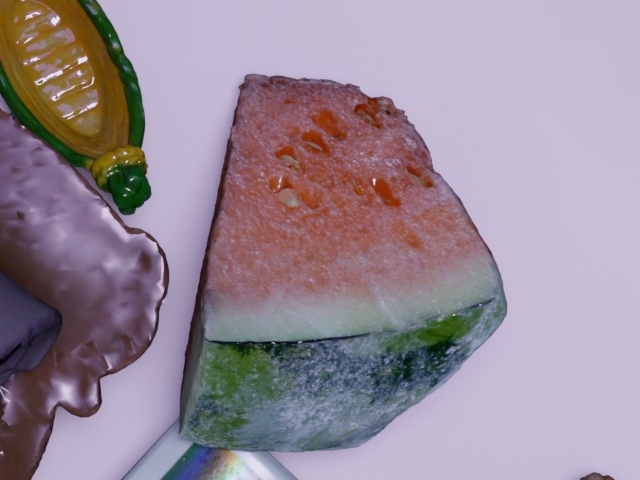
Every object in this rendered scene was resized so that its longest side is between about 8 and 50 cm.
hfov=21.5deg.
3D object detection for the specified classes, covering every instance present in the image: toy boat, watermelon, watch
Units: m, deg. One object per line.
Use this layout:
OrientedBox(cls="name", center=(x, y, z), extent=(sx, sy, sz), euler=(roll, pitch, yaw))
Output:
OrientedBox(cls="toy boat", center=(-0.173, -0.118, 1.116), extent=(0.089, 0.088, 0.229), euler=(-29, 86, -9))
OrientedBox(cls="watermelon", center=(0.000, 0.000, 1.098), extent=(0.193, 0.140, 0.257), euler=(1, 50, -14))
OrientedBox(cls="watch", center=(-0.275, 0.072, 0.943), extent=(0.314, 0.327, 0.335), euler=(43, 92, 0))

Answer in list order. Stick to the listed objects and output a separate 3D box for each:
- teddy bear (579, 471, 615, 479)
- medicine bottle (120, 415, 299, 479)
OrientedBox(cls="teddy bear", center=(0.135, 0.298, 1.069), extent=(0.246, 0.222, 0.296), euler=(35, 99, 34))
OrientedBox(cls="medicine bottle", center=(-0.110, 0.223, 1.085), extent=(0.121, 0.083, 0.229), euler=(42, 82, 0))
